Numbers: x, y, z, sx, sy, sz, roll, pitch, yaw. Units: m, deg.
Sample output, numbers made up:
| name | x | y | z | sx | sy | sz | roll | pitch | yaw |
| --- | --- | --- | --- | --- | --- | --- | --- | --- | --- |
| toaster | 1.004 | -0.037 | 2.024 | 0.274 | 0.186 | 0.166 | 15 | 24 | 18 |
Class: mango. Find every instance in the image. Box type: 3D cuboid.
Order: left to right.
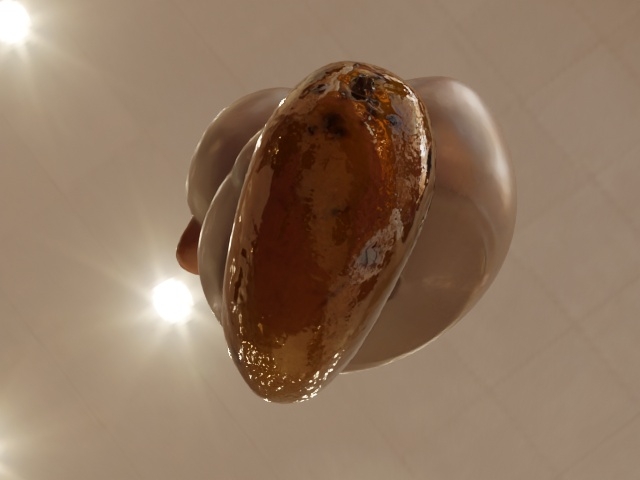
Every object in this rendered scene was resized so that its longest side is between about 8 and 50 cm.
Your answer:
| name | x | y | z | sx | sy | sz | roll | pitch | yaw |
| --- | --- | --- | --- | --- | --- | --- | --- | --- | --- |
| mango | 0.000 | -0.001 | 0.946 | 0.090 | 0.115 | 0.178 | 24 | -81 | 8 |

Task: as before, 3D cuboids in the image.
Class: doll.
| name | x | y | z | sx | sy | sz | roll | pitch | yaw |
| --- | --- | --- | --- | --- | --- | --- | --- | --- | --- |
| doll | 0.009 | -0.031 | 1.318 | 0.251 | 0.221 | 0.221 | -33 | -104 | 17 |
